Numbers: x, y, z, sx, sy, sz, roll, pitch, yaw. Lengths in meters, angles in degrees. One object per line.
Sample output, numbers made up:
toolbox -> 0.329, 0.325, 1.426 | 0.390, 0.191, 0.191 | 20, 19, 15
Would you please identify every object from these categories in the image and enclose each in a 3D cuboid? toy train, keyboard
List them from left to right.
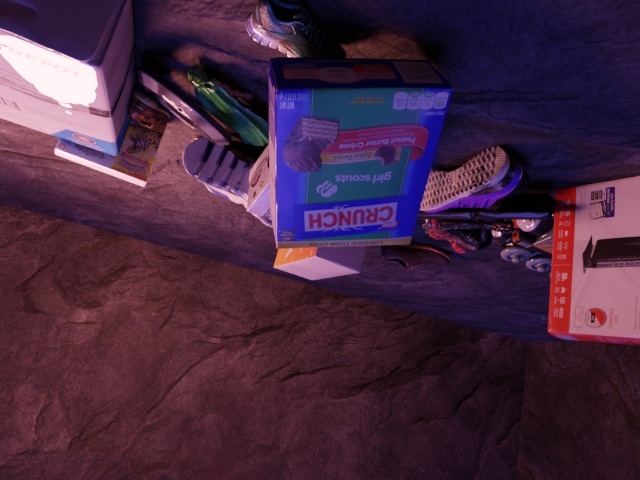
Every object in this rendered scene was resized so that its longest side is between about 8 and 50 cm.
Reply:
keyboard -> 0.379, -0.064, 1.045 | 0.316, 0.201, 0.033 | 1, 116, 34
toy train -> 0.625, 0.001, 1.140 | 0.333, 0.142, 0.190 | 20, 151, -17

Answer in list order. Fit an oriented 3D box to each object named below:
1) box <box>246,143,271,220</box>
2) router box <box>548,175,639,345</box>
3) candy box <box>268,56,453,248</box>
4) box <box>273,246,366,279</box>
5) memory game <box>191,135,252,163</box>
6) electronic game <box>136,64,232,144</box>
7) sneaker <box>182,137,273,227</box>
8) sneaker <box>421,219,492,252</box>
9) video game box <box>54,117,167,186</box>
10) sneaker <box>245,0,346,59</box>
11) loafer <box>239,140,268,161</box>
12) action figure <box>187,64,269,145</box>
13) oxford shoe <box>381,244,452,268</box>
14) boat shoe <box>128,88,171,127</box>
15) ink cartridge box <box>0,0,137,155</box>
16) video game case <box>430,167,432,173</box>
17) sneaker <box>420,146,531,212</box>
box -> -0.033, -0.153, 0.926 | 0.163, 0.142, 0.247 | 21, 134, -28
router box -> 0.633, 0.036, 0.863 | 0.082, 0.336, 0.301 | 24, 159, -35
candy box -> 0.047, -0.137, 0.754 | 0.267, 0.122, 0.317 | -3, 135, -8
box -> 0.000, 0.000, 1.463 | 0.168, 0.215, 0.345 | 20, 162, -23
memory game -> -0.264, -0.234, 1.181 | 0.186, 0.012, 0.186 | 22, 172, 3
electronic game -> -0.282, -0.279, 0.910 | 0.229, 0.048, 0.229 | 37, 178, 1
sneaker -> -0.199, -0.149, 1.117 | 0.315, 0.128, 0.182 | 31, 178, -16
sneaker -> 0.399, -0.036, 1.237 | 0.276, 0.098, 0.135 | 24, 161, -40
video game box -> -0.495, -0.253, 1.043 | 0.205, 0.187, 0.048 | 20, 163, -26
sneaker -> -0.031, -0.321, 0.670 | 0.166, 0.065, 0.076 | 17, 160, -18
loafer -> -0.107, -0.197, 1.119 | 0.219, 0.079, 0.080 | 18, 164, -17
action figure -> -0.187, -0.283, 0.920 | 0.137, 0.064, 0.232 | 3, 158, 38
oxford shoe -> 0.355, 0.067, 1.621 | 0.271, 0.099, 0.097 | 13, 164, 0
boat shoe -> -0.396, -0.292, 0.994 | 0.064, 0.060, 0.178 | 32, -179, -5
ink cartridge box -> -0.506, -0.338, 0.795 | 0.285, 0.167, 0.395 | 18, 165, -18
video game case -> 0.173, -0.198, 1.003 | 0.143, 0.019, 0.157 | 5, 163, 27
sneaker -> 0.350, -0.109, 1.011 | 0.146, 0.102, 0.293 | 20, 163, -25
